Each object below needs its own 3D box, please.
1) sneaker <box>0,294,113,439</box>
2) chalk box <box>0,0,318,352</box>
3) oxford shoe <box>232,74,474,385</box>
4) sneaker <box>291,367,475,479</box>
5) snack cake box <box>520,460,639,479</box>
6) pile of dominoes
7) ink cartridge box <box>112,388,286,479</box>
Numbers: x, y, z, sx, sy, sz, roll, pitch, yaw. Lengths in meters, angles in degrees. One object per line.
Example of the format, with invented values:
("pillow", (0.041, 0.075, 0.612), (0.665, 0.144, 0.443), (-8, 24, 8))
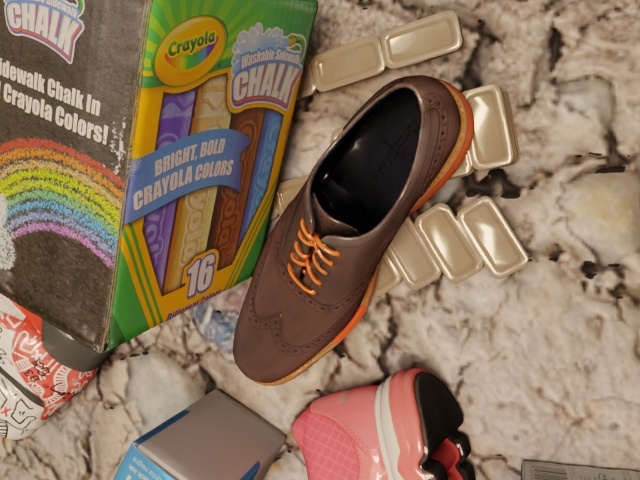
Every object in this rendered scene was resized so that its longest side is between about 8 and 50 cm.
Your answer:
("sneaker", (-0.321, 0.055, 0.583), (0.270, 0.090, 0.145), (42, 100, 8))
("chalk box", (-0.130, -0.110, 0.437), (0.180, 0.179, 0.288), (25, 113, 20))
("oxford shoe", (0.000, 0.000, 0.455), (0.097, 0.098, 0.271), (36, 108, 16))
("sneaker", (0.056, 0.257, 0.482), (0.136, 0.116, 0.313), (-14, 81, 27))
("snack cake box", (0.188, 0.214, 0.345), (0.152, 0.264, 0.089), (1, 93, 17))
("pile of dominoes", (0.027, -0.052, 0.515), (0.251, 0.040, 0.195), (-12, 91, 25))
("ink cartridge box", (-0.121, 0.231, 0.503), (0.082, 0.140, 0.190), (32, 101, 12))
